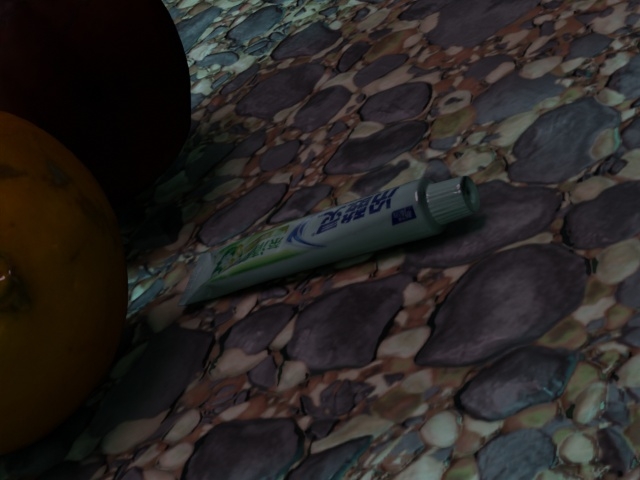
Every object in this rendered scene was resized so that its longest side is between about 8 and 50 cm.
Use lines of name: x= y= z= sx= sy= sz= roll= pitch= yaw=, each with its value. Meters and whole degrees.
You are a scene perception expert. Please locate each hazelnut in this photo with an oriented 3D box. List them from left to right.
hazelnut: x=-0.343 y=-0.156 z=1.317 sx=0.429 sy=0.402 sz=0.402 roll=-33 pitch=24 yaw=31

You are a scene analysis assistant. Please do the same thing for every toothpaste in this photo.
toothpaste: x=0.000 y=0.000 z=1.063 sx=0.296 sy=0.048 sz=0.075 roll=-17 pitch=34 yaw=32

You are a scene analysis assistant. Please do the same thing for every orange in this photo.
orange: x=-0.315 y=0.036 z=1.031 sx=0.312 sy=0.312 sz=0.312 roll=-24 pitch=29 yaw=14
